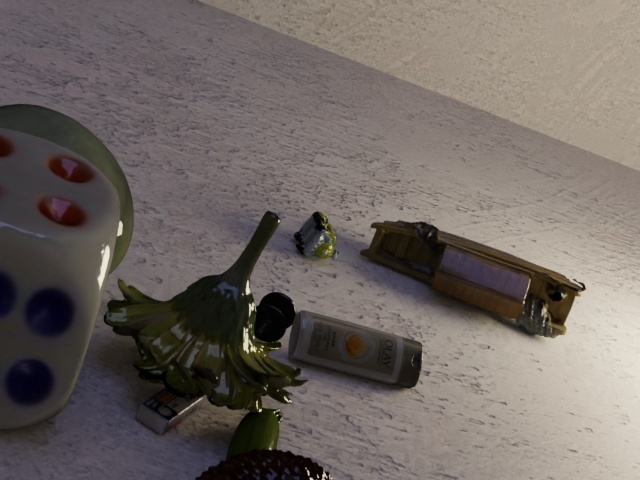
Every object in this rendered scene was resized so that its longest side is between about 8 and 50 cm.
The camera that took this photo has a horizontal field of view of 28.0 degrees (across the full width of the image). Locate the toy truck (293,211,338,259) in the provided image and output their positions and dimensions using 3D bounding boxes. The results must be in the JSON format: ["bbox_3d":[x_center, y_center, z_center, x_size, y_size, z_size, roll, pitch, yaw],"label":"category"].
[{"bbox_3d":[0.000,0.000,2.518,0.077,0.076,0.111,36,18,-24],"label":"toy truck"}]

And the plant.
[{"bbox_3d":[-0.148,0.130,1.875,0.306,0.297,0.261,29,36,-17],"label":"plant"}]

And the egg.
[{"bbox_3d":[-0.440,-0.070,2.009,0.258,0.258,0.352,-7,46,-49],"label":"egg"}]

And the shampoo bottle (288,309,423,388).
[{"bbox_3d":[0.061,0.185,2.164,0.227,0.056,0.086,17,69,-17],"label":"shampoo bottle"}]

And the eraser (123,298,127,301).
[{"bbox_3d":[-0.283,0.123,2.047,0.027,0.019,0.099,0,32,-42],"label":"eraser"}]

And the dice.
[{"bbox_3d":[-0.431,0.045,1.715,0.277,0.304,0.304,18,24,-13],"label":"dice"}]

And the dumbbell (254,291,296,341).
[{"bbox_3d":[-0.081,0.129,2.159,0.069,0.069,0.147,27,23,7],"label":"dumbbell"}]

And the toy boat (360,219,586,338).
[{"bbox_3d":[0.300,0.073,2.579,0.445,0.136,0.162,21,19,6],"label":"toy boat"}]

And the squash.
[{"bbox_3d":[-0.095,0.294,1.804,0.066,0.066,0.252,22,22,-4],"label":"squash"}]

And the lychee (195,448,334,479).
[{"bbox_3d":[-0.077,0.344,1.597,0.188,0.188,0.188,20,24,-9],"label":"lychee"}]

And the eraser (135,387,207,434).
[{"bbox_3d":[-0.214,0.238,1.855,0.052,0.029,0.122,30,24,15],"label":"eraser"}]
